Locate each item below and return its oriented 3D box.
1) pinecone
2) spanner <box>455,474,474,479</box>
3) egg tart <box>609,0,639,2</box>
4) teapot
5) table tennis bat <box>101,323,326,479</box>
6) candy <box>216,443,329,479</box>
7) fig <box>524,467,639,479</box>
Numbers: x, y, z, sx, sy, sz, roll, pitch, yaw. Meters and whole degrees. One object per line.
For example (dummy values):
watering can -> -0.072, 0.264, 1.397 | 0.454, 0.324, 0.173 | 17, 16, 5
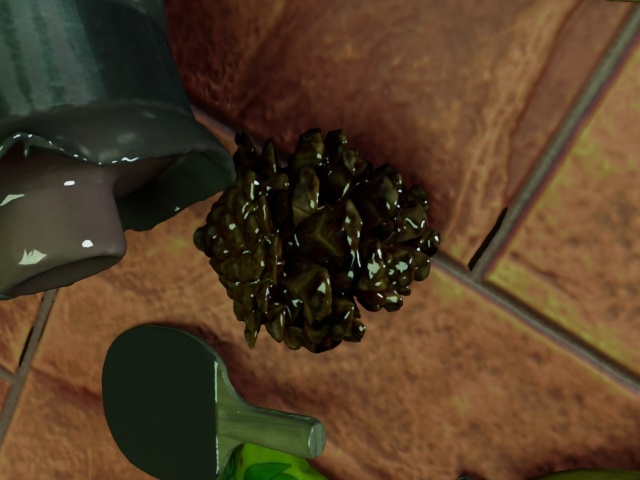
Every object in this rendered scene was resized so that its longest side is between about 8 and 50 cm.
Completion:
pinecone -> 0.000, 0.000, 0.632 | 0.173, 0.173, 0.174 | 8, 111, 21
spanner -> 0.125, 0.338, 0.770 | 0.093, 0.026, 0.326 | 3, 111, 22
egg tart -> 0.173, -0.268, 0.483 | 0.290, 0.115, 0.290 | 7, 109, 21
teapot -> -0.222, -0.136, 0.584 | 0.305, 0.376, 0.362 | -17, 80, -16
table tennis bat -> -0.101, 0.144, 0.767 | 0.246, 0.022, 0.138 | 3, 98, 36
candy -> -0.031, 0.242, 0.773 | 0.246, 0.069, 0.149 | 36, 115, 33
fig -> 0.200, 0.228, 0.640 | 0.165, 0.144, 0.154 | 25, 153, 23
